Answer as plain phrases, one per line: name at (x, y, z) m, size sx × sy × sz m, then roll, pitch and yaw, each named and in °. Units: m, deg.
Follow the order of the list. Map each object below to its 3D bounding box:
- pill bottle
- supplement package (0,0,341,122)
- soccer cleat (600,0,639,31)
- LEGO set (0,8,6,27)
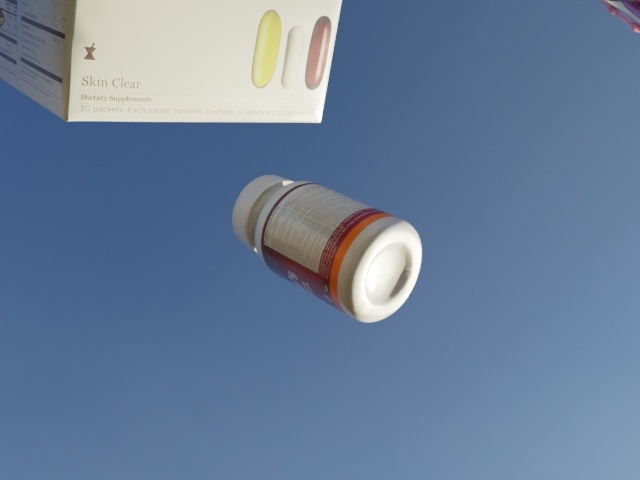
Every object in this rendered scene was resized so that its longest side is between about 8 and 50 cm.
pill bottle at (0.000, 0.000, 0.831) m, size 0.221 × 0.121 × 0.121 m, roll 26°, pitch -45°, yaw 43°
supplement package at (-0.146, -0.204, 0.660) m, size 0.204 × 0.262 × 0.145 m, roll 30°, pitch -62°, yaw 42°
soccer cleat at (0.301, -0.216, 0.621) m, size 0.318 × 0.116 × 0.108 m, roll 27°, pitch -99°, yaw 8°
LEGO set at (-0.294, -0.192, 0.417) m, size 0.331 × 0.255 × 0.192 m, roll -20°, pitch -86°, yaw 37°
